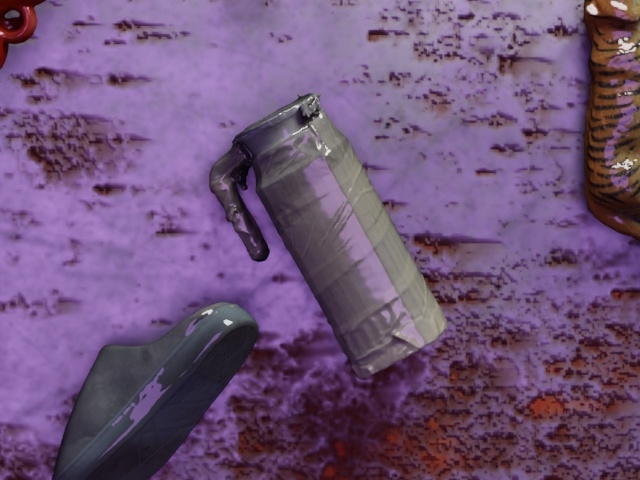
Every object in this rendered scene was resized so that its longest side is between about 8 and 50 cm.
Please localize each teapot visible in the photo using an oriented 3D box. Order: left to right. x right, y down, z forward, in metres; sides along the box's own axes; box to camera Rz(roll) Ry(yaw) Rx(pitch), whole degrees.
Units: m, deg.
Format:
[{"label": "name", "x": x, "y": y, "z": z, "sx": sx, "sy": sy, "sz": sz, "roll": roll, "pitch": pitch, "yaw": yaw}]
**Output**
[{"label": "teapot", "x": 0.000, "y": 0.000, "z": 1.365, "sx": 0.107, "sy": 0.077, "sz": 0.200, "roll": -27, "pitch": 96, "yaw": 18}]

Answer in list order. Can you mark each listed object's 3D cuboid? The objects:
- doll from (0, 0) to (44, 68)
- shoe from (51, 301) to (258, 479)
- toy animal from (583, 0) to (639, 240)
[{"label": "doll", "x": -0.319, "y": -0.158, "z": 1.299, "sx": 0.290, "sy": 0.130, "sz": 0.161, "roll": -2, "pitch": 90, "yaw": 9}, {"label": "shoe", "x": -0.130, "y": 0.109, "z": 1.373, "sx": 0.195, "sy": 0.079, "sz": 0.078, "roll": -46, "pitch": 61, "yaw": 9}, {"label": "toy animal", "x": 0.238, "y": -0.084, "z": 1.384, "sx": 0.099, "sy": 0.057, "sz": 0.241, "roll": 3, "pitch": 96, "yaw": 3}]
